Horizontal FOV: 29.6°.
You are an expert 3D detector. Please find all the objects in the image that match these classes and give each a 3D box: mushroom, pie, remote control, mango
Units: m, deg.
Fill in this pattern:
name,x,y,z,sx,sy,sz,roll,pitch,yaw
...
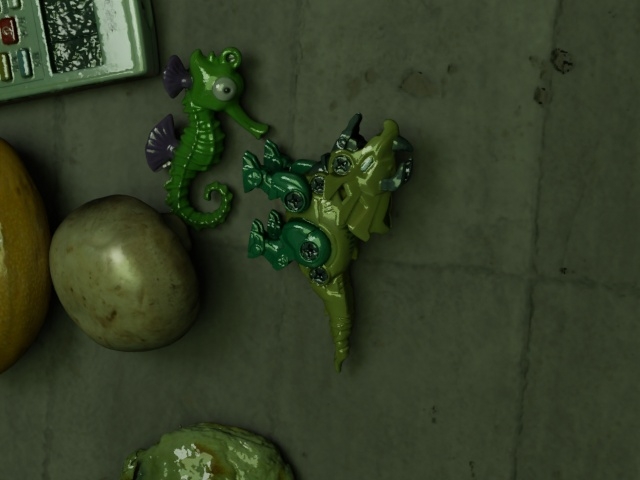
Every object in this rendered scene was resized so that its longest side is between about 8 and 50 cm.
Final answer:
name,x,y,z,sx,sy,sz,roll,pitch,yaw
mushroom,-0.188,0.032,1.196,0.166,0.127,0.166,26,130,36
pie,-0.137,0.305,1.231,0.201,0.090,0.248,16,96,14
remote control,-0.337,-0.209,1.248,0.344,0.050,0.145,-9,94,15
mango,-0.340,0.012,1.237,0.157,0.109,0.262,4,107,34

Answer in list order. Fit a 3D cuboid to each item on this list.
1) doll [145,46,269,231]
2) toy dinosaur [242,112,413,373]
name,x,y,z,sx,sy,sz,roll,pitch,yaw
doll,-0.114,-0.102,1.203,0.115,0.050,0.190,18,107,4
toy dinosaur,0.000,0.000,1.168,0.153,0.094,0.259,13,108,17
